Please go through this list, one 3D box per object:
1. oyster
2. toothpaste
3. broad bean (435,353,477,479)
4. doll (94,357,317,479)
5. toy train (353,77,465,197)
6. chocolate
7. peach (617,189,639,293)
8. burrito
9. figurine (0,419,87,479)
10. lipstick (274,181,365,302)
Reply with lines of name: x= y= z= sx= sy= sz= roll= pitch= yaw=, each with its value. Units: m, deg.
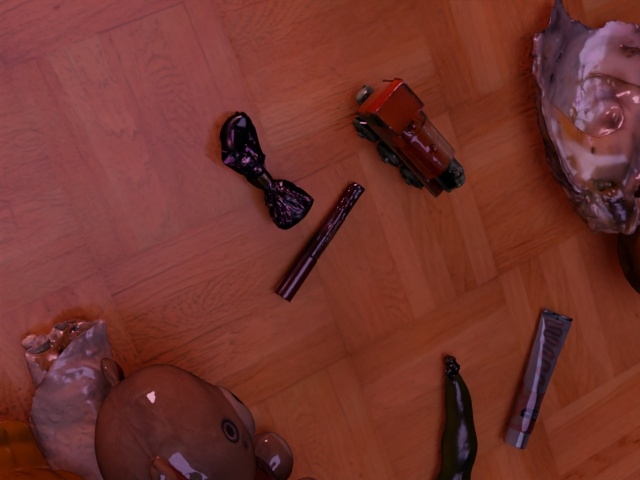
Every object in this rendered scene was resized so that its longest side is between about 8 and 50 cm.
oyster: x=0.378 y=-0.176 z=1.163 sx=0.275 sy=0.100 sz=0.271 roll=36 pitch=90 yaw=-1
toothpaste: x=0.319 y=0.205 z=1.247 sx=0.056 sy=0.036 sz=0.205 roll=20 pitch=88 yaw=-22
broad bean: x=0.195 y=0.308 z=1.210 sx=0.060 sy=0.043 sz=0.298 roll=2 pitch=98 yaw=-11
doll: x=-0.132 y=0.262 z=0.965 sx=0.174 sy=0.235 sz=0.330 roll=-39 pitch=134 yaw=-3
toy train: x=0.115 y=-0.123 z=1.056 sx=0.074 sy=0.118 sz=0.176 roll=-47 pitch=111 yaw=-5
chocolate: x=-0.074 y=-0.082 z=1.024 sx=0.070 sy=0.072 sz=0.147 roll=-33 pitch=107 yaw=31
peach: x=0.530 y=-0.018 z=1.196 sx=0.214 sy=0.214 sz=0.236 roll=-4 pitch=106 yaw=-21
burrito: x=-0.266 y=0.284 z=1.003 sx=0.117 sy=0.076 sz=0.392 roll=-10 pitch=103 yaw=0
figurine: x=-0.365 y=0.427 z=0.887 sx=0.401 sy=0.268 sz=0.387 roll=41 pitch=97 yaw=-12
lipstick: x=0.000 y=0.000 z=1.082 sx=0.027 sy=0.027 sz=0.177 roll=36 pitch=85 yaw=-24
